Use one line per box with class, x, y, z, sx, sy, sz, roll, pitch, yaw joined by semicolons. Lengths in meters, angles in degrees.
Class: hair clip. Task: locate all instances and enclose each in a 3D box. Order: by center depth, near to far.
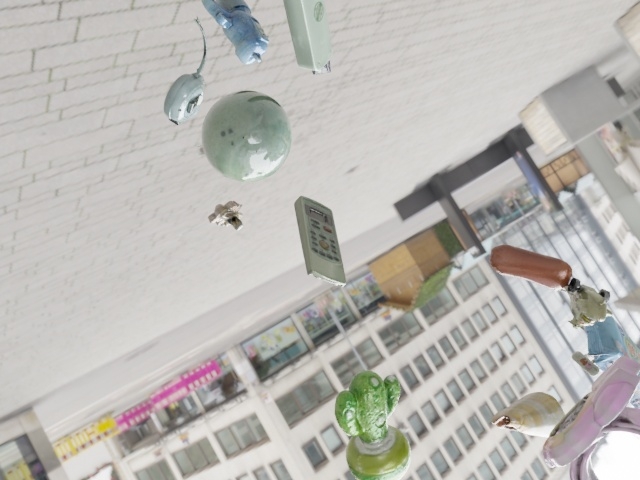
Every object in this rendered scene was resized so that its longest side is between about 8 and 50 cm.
hair clip;-0.173;-0.048;1.110;0.062;0.056;0.214;-44;-169;-2

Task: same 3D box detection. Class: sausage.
sausage;0.506;0.063;1.441;0.077;0.194;0.077;16;90;-72

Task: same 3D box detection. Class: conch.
conch;0.609;0.498;1.729;0.255;0.127;0.158;21;165;-39

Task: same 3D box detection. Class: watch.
watch;0.548;0.367;1.057;0.248;0.217;0.211;-56;159;19

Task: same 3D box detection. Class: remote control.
remote control;0.000;0.000;1.590;0.124;0.285;0.038;23;127;-29

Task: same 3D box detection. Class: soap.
soap;0.817;0.332;1.597;0.077;0.293;0.156;-33;-156;33

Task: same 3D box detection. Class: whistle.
whistle;-0.207;-0.547;1.498;0.093;0.269;0.180;-41;154;24

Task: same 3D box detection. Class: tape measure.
tape measure;-0.381;-0.486;1.756;0.330;0.084;0.164;-61;-177;45

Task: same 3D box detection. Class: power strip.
power strip;-0.040;-0.545;1.322;0.091;0.063;0.385;-55;148;-33

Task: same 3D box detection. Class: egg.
egg;-0.137;-0.196;1.121;0.169;0.169;0.236;-32;-160;13

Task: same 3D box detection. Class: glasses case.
glasses case;0.759;0.353;1.704;0.032;0.083;0.021;-47;158;3

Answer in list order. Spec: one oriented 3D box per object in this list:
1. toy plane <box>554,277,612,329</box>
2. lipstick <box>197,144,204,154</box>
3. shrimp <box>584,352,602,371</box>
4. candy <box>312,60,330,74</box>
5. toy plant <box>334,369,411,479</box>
toy plane;0.618;0.139;1.431;0.286;0.092;0.108;-74;-176;-72
lipstick;-0.403;-0.325;2.092;0.030;0.030;0.129;-10;-164;3
shrimp;0.888;0.361;1.826;0.144;0.052;0.251;4;148;10
candy;-0.020;-0.611;1.802;0.061;0.312;0.088;-9;134;-2
toy plant;0.150;0.510;1.664;0.224;0.315;0.185;-26;-154;-33
